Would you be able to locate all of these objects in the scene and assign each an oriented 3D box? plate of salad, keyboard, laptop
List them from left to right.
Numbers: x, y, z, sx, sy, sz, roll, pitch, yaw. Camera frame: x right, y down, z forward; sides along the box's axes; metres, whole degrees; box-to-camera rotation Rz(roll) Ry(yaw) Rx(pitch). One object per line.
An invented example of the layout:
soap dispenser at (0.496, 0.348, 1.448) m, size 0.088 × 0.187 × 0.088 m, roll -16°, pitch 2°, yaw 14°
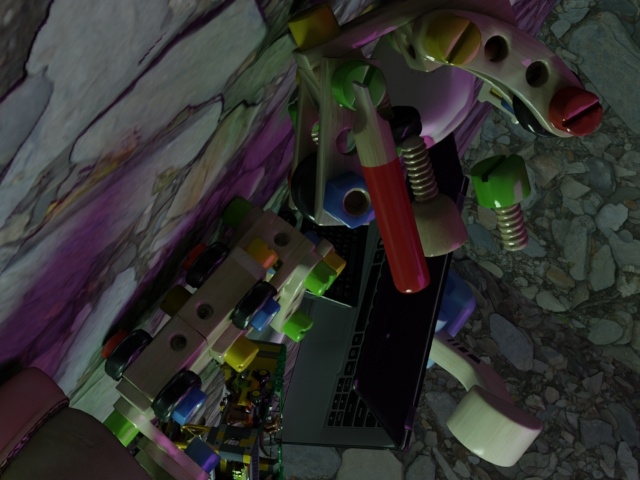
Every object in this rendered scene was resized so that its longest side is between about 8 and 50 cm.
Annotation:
plate of salad at (-0.095, 0.141, 1.465) m, size 0.200 × 0.048 × 0.200 m, roll -59°, pitch 166°, yaw -24°
keyboard at (0.000, 0.000, 1.160) m, size 0.180 × 0.108 × 0.023 m, roll -79°, pitch -174°, yaw -49°
laptop at (0.036, 0.046, 1.288) m, size 0.408 × 0.236 × 0.382 m, roll -10°, pitch -123°, yaw 50°

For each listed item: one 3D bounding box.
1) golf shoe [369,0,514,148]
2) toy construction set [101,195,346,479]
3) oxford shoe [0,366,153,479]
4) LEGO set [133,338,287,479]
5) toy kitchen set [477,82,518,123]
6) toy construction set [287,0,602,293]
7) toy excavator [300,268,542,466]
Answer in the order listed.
golf shoe at (0.119, -0.224, 0.982) m, size 0.140 × 0.115 × 0.306 m, roll 92°, pitch 19°, yaw -57°
toy construction set at (-0.099, 0.101, 0.946) m, size 0.215 × 0.151 × 0.328 m, roll 102°, pitch 14°, yaw -73°
oxford shoe at (-0.232, 0.267, 0.755) m, size 0.140 × 0.146 × 0.397 m, roll -51°, pitch 173°, yaw -49°
LEGO set at (-0.157, 0.270, 1.253) m, size 0.255 × 0.192 × 0.331 m, roll -75°, pitch 170°, yaw -47°
toy kitchen set at (0.208, -0.220, 1.319) m, size 0.122 × 0.166 × 0.207 m, roll -60°, pitch 172°, yaw 33°
toy construction set at (0.061, -0.138, 0.730) m, size 0.309 × 0.257 × 0.237 m, roll -75°, pitch 150°, yaw -63°
toy excavator at (0.183, 0.150, 1.716) m, size 0.222 × 0.445 × 0.433 m, roll -58°, pitch 172°, yaw 17°
